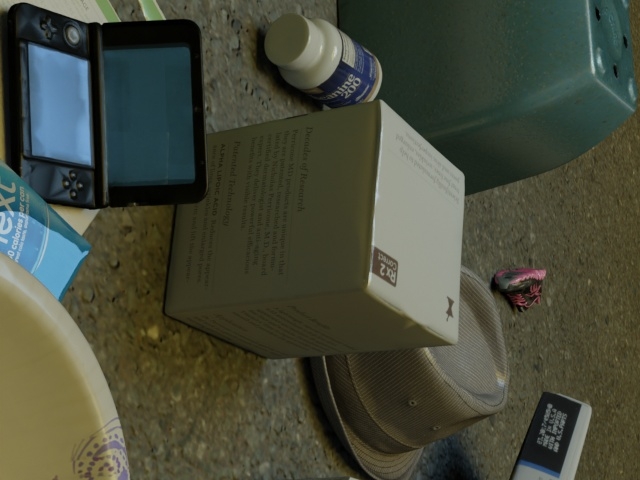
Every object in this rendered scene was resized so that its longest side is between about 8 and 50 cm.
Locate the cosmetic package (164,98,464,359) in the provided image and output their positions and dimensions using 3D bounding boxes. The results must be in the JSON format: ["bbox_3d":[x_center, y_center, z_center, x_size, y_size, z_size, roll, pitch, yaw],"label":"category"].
[{"bbox_3d":[0.000,0.000,0.894,0.151,0.184,0.151,32,56,-53],"label":"cosmetic package"}]

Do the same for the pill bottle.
[{"bbox_3d":[0.002,-0.166,1.051,0.120,0.067,0.067,22,65,-55],"label":"pill bottle"}]

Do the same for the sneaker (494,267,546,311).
[{"bbox_3d":[0.258,0.065,1.453,0.119,0.047,0.057,-3,96,-58],"label":"sneaker"}]

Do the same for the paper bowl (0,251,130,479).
[{"bbox_3d":[-0.228,0.137,0.516,0.284,0.148,0.284,22,63,-55],"label":"paper bowl"}]

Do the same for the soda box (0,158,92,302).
[{"bbox_3d":[-0.226,-0.033,0.599,0.210,0.071,0.067,47,42,-28],"label":"soda box"}]

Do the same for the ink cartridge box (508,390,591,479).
[{"bbox_3d":[0.190,0.364,1.189,0.303,0.072,0.307,-59,165,-48],"label":"ink cartridge box"}]

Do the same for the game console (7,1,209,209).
[{"bbox_3d":[-0.131,-0.084,0.702,0.107,0.071,0.122,8,76,-59],"label":"game console"}]

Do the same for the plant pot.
[{"bbox_3d":[0.187,-0.198,1.190,0.247,0.252,0.247,16,69,-56],"label":"plant pot"}]

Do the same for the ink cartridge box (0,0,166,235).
[{"bbox_3d":[-0.184,-0.106,0.740,0.171,0.056,0.235,61,35,-31],"label":"ink cartridge box"}]

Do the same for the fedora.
[{"bbox_3d":[0.103,0.108,1.098,0.275,0.124,0.243,55,40,-37],"label":"fedora"}]

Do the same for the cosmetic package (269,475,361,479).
[{"bbox_3d":[0.044,0.252,0.991,0.239,0.099,0.060,32,57,-53],"label":"cosmetic package"}]
